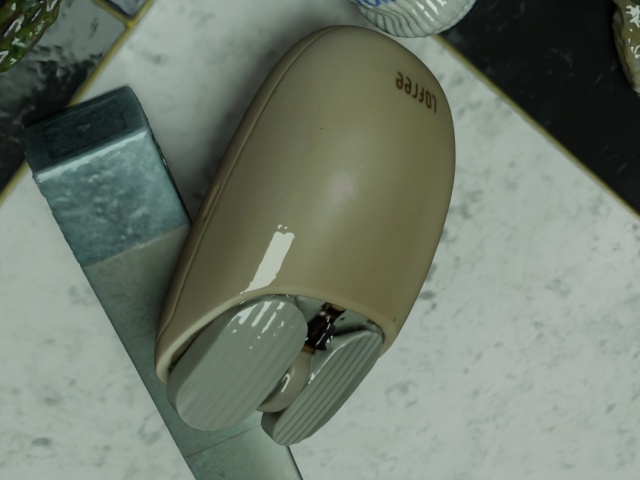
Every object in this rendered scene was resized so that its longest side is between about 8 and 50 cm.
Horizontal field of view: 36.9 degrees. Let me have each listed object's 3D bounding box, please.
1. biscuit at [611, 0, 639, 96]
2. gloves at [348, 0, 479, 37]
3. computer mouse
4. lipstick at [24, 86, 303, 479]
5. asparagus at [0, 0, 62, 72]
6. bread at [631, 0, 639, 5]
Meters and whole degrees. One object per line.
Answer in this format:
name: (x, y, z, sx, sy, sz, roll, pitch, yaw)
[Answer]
biscuit: (0.261, -0.212, 0.588, 0.250, 0.032, 0.133, -46, 123, 10)
gloves: (0.003, -0.181, 0.465, 0.119, 0.097, 0.229, -19, 137, 37)
computer mouse: (0.000, 0.000, 0.533, 0.145, 0.082, 0.236, 26, 88, -46)
lipstick: (-0.084, 0.063, 0.599, 0.068, 0.066, 0.317, -24, 125, -8)
asparagus: (-0.216, -0.063, 0.499, 0.236, 0.027, 0.034, -37, 136, 4)
bread: (0.202, -0.205, 0.363, 0.129, 0.366, 0.382, -55, 140, -14)
